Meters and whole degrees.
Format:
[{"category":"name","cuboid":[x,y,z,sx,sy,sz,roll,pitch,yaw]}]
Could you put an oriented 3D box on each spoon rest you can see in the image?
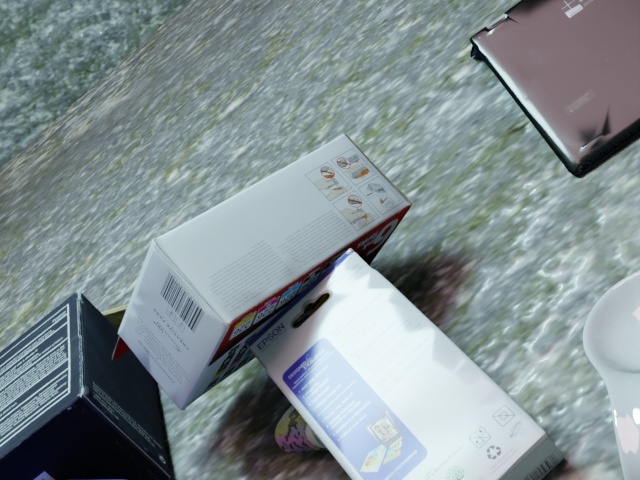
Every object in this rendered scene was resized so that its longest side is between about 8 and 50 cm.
[{"category":"spoon rest","cuboid":[0.293,0.115,0.930,0.137,0.084,0.276,-22,34,30]}]

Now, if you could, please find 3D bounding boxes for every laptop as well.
[{"category":"laptop","cuboid":[0.420,-0.293,1.434,0.382,0.236,0.408,-36,56,10]}]

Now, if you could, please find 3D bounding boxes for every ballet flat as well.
[{"category":"ballet flat","cuboid":[0.047,0.179,1.158,0.221,0.077,0.079,-33,32,6]}]

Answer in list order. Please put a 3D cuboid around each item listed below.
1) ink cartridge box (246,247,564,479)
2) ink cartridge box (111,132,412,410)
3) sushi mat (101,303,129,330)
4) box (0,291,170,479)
[{"category":"ink cartridge box","cuboid":[0.072,0.158,1.067,0.165,0.065,0.333,-42,46,-2]},{"category":"ink cartridge box","cuboid":[-0.076,0.051,1.273,0.309,0.130,0.272,-33,-16,-37]},{"category":"sushi mat","cuboid":[-0.278,0.115,1.597,0.316,0.151,0.019,-17,72,38]},{"category":"box","cuboid":[-0.375,0.271,1.421,0.296,0.183,0.294,-38,27,4]}]
